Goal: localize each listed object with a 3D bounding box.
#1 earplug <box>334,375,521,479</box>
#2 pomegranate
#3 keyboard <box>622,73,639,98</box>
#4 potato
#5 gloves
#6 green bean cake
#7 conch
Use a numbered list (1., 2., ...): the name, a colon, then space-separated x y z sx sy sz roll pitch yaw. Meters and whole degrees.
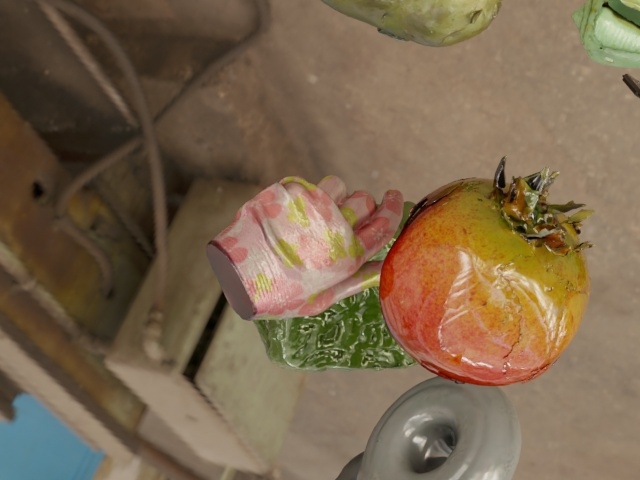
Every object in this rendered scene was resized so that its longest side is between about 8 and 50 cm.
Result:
1. earplug: 0.132 0.301 1.423 0.175 0.214 0.325 20 134 -14
2. pomegranate: 0.166 0.033 1.122 0.210 0.210 0.235 26 132 -4
3. keyboard: 0.578 -0.217 1.936 0.106 0.262 0.016 29 111 -16
4. potato: 0.102 -0.320 1.417 0.248 0.143 0.169 15 -177 5
5. gloves: 0.002 -0.005 1.219 0.145 0.241 0.126 54 156 12
6. green bean cake: 0.034 0.067 1.542 0.248 0.125 0.222 -1 124 -10
7. conch: 0.339 -0.220 1.156 0.170 0.079 0.106 11 137 0
